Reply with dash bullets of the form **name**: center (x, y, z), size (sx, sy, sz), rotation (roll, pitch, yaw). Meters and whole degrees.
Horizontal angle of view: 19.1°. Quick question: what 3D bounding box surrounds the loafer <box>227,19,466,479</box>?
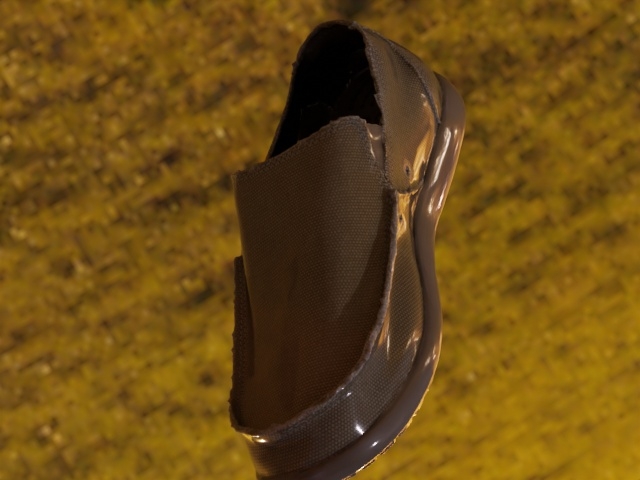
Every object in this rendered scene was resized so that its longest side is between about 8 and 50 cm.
- **loafer**: center (0.000, 0.000, 0.487), size (0.056, 0.050, 0.148), rotation (-27, -146, 31)
